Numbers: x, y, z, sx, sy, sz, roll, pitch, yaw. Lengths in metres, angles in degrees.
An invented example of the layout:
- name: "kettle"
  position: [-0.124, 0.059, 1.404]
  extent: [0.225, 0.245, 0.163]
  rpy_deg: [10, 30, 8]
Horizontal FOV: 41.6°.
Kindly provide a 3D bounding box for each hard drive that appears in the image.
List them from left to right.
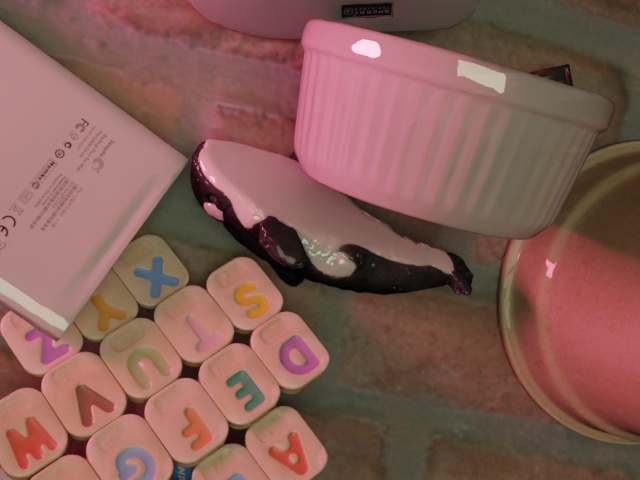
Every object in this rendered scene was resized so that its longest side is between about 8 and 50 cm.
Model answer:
- name: "hard drive"
  position: [-0.296, -0.083, 0.728]
  extent: [0.307, 0.040, 0.203]
  rpy_deg: [36, 67, -11]

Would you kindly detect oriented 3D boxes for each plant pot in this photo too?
- name: "plant pot"
  position: [0.379, 0.071, 0.770]
  extent: [0.334, 0.305, 0.333]
  rpy_deg: [-1, 95, -11]

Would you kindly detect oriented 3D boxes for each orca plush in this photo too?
- name: "orca plush"
  position: [0.000, 0.000, 0.820]
  extent: [0.287, 0.102, 0.151]
  rpy_deg: [13, 48, -22]

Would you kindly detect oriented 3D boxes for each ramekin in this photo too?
- name: "ramekin"
  position: [0.101, -0.093, 0.727]
  extent: [0.273, 0.273, 0.127]
  rpy_deg: [13, 102, -12]

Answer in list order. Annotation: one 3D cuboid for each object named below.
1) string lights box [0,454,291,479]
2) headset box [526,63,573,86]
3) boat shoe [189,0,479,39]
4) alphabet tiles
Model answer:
- name: "string lights box"
  position: [-0.162, 0.253, 0.761]
  extent: [0.260, 0.133, 0.076]
  rpy_deg: [0, 61, -12]
- name: "headset box"
  position: [0.214, -0.140, 0.858]
  extent: [0.083, 0.032, 0.062]
  rpy_deg: [-13, 98, -11]
- name: "boat shoe"
  position: [0.012, -0.251, 0.782]
  extent: [0.267, 0.096, 0.088]
  rpy_deg: [-3, 65, 2]
- name: "alphabet tiles"
  position: [-0.138, 0.131, 0.739]
  extent: [0.284, 0.021, 0.278]
  rpy_deg: [-32, 74, -24]
